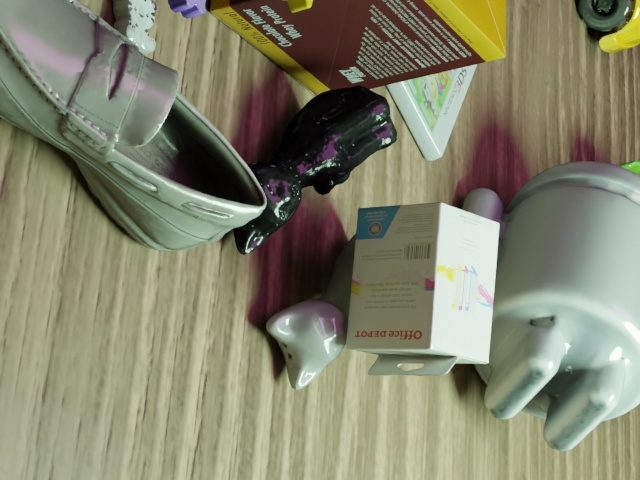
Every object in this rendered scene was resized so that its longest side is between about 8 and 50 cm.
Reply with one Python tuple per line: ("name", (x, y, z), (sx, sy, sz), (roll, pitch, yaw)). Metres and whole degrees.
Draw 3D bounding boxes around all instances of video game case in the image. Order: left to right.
("video game case", (0.101, -0.224, 1.752), (0.212, 0.023, 0.193), (59, 35, -30))

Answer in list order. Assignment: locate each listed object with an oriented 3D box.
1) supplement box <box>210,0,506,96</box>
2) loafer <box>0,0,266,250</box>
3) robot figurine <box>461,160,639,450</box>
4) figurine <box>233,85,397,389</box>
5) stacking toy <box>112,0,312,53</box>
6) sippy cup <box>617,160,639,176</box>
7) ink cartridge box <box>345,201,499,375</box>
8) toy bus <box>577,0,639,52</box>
("supplement box", (0.037, -0.237, 1.474), (0.191, 0.194, 0.129), (34, 52, -51))
("loafer", (-0.152, -0.106, 1.185), (0.319, 0.111, 0.112), (46, 43, -44))
("robot figurine", (0.275, 0.053, 1.780), (0.300, 0.200, 0.353), (32, 46, -8))
("figurine", (0.000, 0.000, 1.455), (0.209, 0.092, 0.215), (-39, 115, -49))
("stacking toy", (-0.127, -0.207, 1.209), (0.221, 0.167, 0.052), (24, 59, -54))
("sippy cup", (0.406, 0.063, 2.005), (0.224, 0.305, 0.240), (22, 106, -44))
("ink cartridge box", (0.087, 0.047, 1.421), (0.090, 0.092, 0.143), (16, 76, -48))
("toy bus", (0.451, -0.381, 2.226), (0.149, 0.211, 0.220), (-19, 95, -59))
